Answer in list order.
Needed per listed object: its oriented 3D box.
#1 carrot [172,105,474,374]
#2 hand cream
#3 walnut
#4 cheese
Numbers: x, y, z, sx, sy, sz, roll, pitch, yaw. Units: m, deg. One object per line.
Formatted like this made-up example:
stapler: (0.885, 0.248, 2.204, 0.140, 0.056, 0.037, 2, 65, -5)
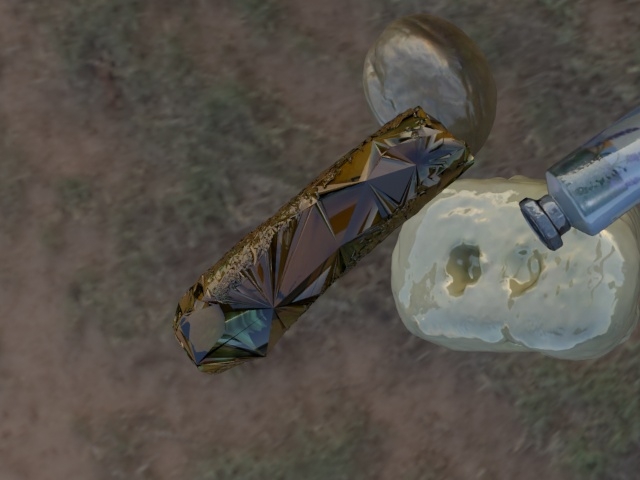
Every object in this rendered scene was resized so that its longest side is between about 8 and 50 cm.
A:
carrot: (0.000, -0.001, 1.044, 0.229, 0.069, 0.069, -41, 82, 13)
hand cream: (0.263, -0.087, 1.164, 0.271, 0.091, 0.058, -35, 111, 0)
walnut: (0.112, -0.153, 1.678, 0.162, 0.140, 0.140, 48, 122, 8)
cheese: (0.189, 0.027, 1.541, 0.248, 0.251, 0.173, 2, 96, 5)
